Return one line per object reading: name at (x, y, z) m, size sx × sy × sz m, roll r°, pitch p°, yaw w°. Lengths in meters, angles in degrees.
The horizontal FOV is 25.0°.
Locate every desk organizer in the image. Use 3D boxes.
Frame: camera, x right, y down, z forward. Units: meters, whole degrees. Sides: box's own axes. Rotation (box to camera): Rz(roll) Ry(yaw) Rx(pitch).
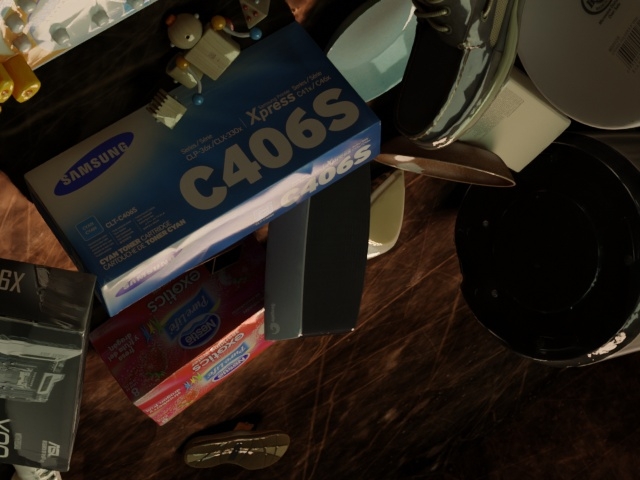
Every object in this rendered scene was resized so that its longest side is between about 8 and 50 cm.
desk organizer at (-0.165, 0.022, 1.823) m, size 0.130 × 0.050 × 0.047 m, roll -27°, pitch 155°, yaw -25°

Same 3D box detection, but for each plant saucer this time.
plant saucer at (0.167, -0.110, 1.945) m, size 0.198 × 0.199 × 0.036 m, roll 17°, pitch 83°, yaw -63°
plant saucer at (0.065, -0.237, 1.691) m, size 0.195 × 0.037 × 0.195 m, roll -31°, pitch 157°, yaw -15°

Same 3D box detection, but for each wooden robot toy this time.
wooden robot toy at (-0.131, -0.201, 1.469) m, size 0.079 × 0.076 × 0.173 m, roll 34°, pitch 111°, yaw -29°

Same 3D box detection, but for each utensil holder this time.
utensil holder at (0.464, -0.317, 1.772) m, size 0.385 × 0.327 × 0.327 m, roll -15°, pitch 148°, yaw -37°

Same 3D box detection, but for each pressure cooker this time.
pressure cooker at (0.460, -0.002, 2.302) m, size 0.370 × 0.375 × 0.420 m, roll -23°, pitch 169°, yaw 36°

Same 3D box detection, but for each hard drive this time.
hard drive at (0.000, 0.000, 1.832) m, size 0.172 × 0.054 × 0.254 m, roll 0°, pitch 96°, yaw -55°

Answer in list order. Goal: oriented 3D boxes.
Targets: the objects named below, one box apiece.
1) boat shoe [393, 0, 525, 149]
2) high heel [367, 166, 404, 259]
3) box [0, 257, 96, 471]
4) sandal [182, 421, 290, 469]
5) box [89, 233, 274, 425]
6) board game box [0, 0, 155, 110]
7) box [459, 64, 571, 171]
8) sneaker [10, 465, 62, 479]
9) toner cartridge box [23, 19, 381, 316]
boat shoe at (0.152, -0.277, 1.588) m, size 0.130 × 0.132 × 0.355 m, roll 16°, pitch 99°, yaw -39°
high heel at (0.007, -0.003, 2.040) m, size 0.093 × 0.186 × 0.261 m, roll 45°, pitch 63°, yaw -37°
box at (-0.370, 0.127, 1.521) m, size 0.242 × 0.076 × 0.307 m, roll 11°, pitch 143°, yaw -7°
sandal at (-0.145, 0.344, 2.460) m, size 0.219 × 0.060 × 0.090 m, roll 2°, pitch 131°, yaw -36°
box at (-0.158, 0.112, 1.909) m, size 0.257 × 0.122 × 0.128 m, roll -36°, pitch 157°, yaw -4°
board game box at (-0.175, -0.297, 1.212) m, size 0.390 × 0.050 × 0.390 m, roll -32°, pitch 157°, yaw -13°
box at (0.239, -0.183, 1.972) m, size 0.113 × 0.094 × 0.275 m, roll -43°, pitch 157°, yaw 13°
sneaker at (-0.386, 0.331, 2.026) m, size 0.080 × 0.094 × 0.212 m, roll -25°, pitch 154°, yaw -24°
toner cartridge box at (-0.122, -0.082, 1.548) m, size 0.348 × 0.165 × 0.075 m, roll -32°, pitch 155°, yaw -15°
